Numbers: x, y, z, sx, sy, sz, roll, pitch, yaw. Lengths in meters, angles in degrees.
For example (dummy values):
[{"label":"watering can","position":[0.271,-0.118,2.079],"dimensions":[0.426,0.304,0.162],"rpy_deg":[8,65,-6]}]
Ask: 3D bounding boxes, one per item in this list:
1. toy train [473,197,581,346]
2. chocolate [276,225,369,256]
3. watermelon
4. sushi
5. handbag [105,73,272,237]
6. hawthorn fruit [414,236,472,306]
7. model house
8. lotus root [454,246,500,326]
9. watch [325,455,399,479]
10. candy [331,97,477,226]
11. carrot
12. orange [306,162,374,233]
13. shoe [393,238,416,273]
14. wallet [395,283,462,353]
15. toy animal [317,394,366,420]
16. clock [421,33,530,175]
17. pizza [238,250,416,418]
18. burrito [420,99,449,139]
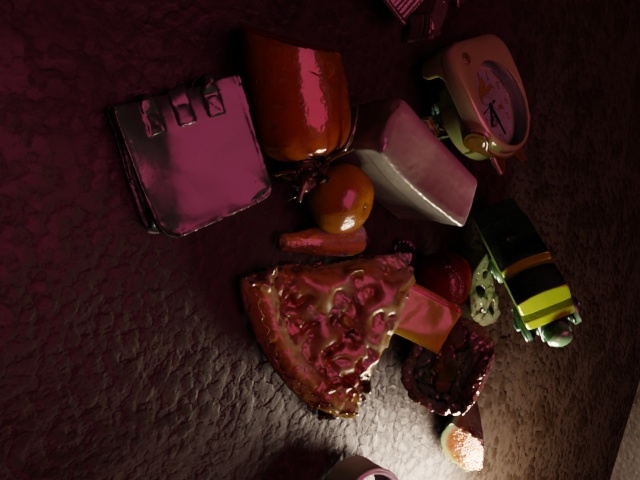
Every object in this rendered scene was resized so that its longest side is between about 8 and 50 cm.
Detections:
[{"label":"toy train","position":[0.558,0.075,1.532],"dimensions":[0.179,0.442,0.272],"rpy_deg":[-25,128,13]},{"label":"chocolate","position":[0.000,0.000,1.256],"dimensions":[0.220,0.086,0.085],"rpy_deg":[-3,101,-34]},{"label":"watermelon","position":[0.450,0.595,1.733],"dimensions":[0.146,0.129,0.231],"rpy_deg":[-59,149,-49]},{"label":"sushi","position":[0.344,0.324,1.501],"dimensions":[0.171,0.237,0.269],"rpy_deg":[14,98,-58]},{"label":"handbag","position":[-0.235,-0.159,1.022],"dimensions":[0.248,0.079,0.259],"rpy_deg":[-25,110,-30]},{"label":"hawthorn fruit","position":[0.324,0.088,1.478],"dimensions":[0.157,0.157,0.193],"rpy_deg":[-6,101,-38]},{"label":"model house","position":[0.228,-0.571,1.290],"dimensions":[0.229,0.122,0.188],"rpy_deg":[37,78,-41]},{"label":"lotus root","position":[0.430,0.141,1.600],"dimensions":[0.138,0.119,0.234],"rpy_deg":[-32,119,-30]},{"label":"watch","position":[0.135,0.681,1.435],"dimensions":[0.249,0.211,0.217],"rpy_deg":[1,90,-31]},{"label":"candy","position":[0.191,-0.171,1.284],"dimensions":[0.359,0.208,0.145],"rpy_deg":[34,76,-38]},{"label":"carrot","position":[-0.033,-0.254,1.090],"dimensions":[0.215,0.193,0.330],"rpy_deg":[-3,109,1]},{"label":"orange","position":[0.040,-0.092,1.201],"dimensions":[0.159,0.136,0.158],"rpy_deg":[-42,142,-45]},{"label":"shoe","position":[0.222,0.078,1.450],"dimensions":[0.062,0.053,0.159],"rpy_deg":[-1,108,-1]},{"label":"wallet","position":[0.223,0.172,1.398],"dimensions":[0.241,0.067,0.141],"rpy_deg":[28,98,-10]},{"label":"toy animal","position":[0.078,0.371,1.395],"dimensions":[0.086,0.069,0.219],"rpy_deg":[48,67,-29]},{"label":"clock","position":[0.419,-0.340,1.429],"dimensions":[0.286,0.117,0.348],"rpy_deg":[-28,98,-41]},{"label":"pizza","position":[0.030,0.231,1.268],"dimensions":[0.435,0.080,0.391],"rpy_deg":[-5,102,-22]},{"label":"burrito","position":[0.315,-0.318,1.454],"dimensions":[0.288,0.054,0.104],"rpy_deg":[-20,111,-35]}]
